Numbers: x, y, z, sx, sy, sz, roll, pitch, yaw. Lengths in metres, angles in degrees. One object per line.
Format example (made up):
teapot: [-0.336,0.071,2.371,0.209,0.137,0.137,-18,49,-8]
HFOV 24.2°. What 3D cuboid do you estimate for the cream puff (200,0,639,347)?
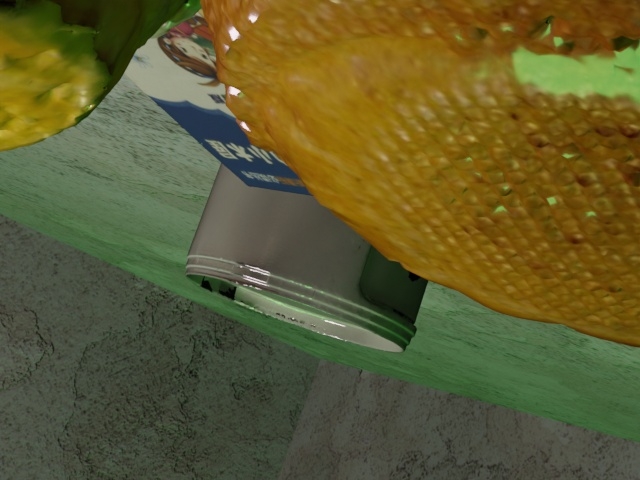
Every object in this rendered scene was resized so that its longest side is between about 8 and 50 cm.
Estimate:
cream puff: [0.109,-0.095,0.434,0.303,0.212,0.303,18,162,6]

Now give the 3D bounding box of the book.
book: [-0.071,-0.120,1.049,0.228,0.018,0.322,10,155,47]

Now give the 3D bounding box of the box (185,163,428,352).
box: [0.000,0.000,1.401,0.226,0.149,0.226,19,172,3]

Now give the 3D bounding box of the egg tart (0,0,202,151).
egg tart: [-0.220,-0.143,0.740,0.388,0.169,0.388,-1,163,0]
